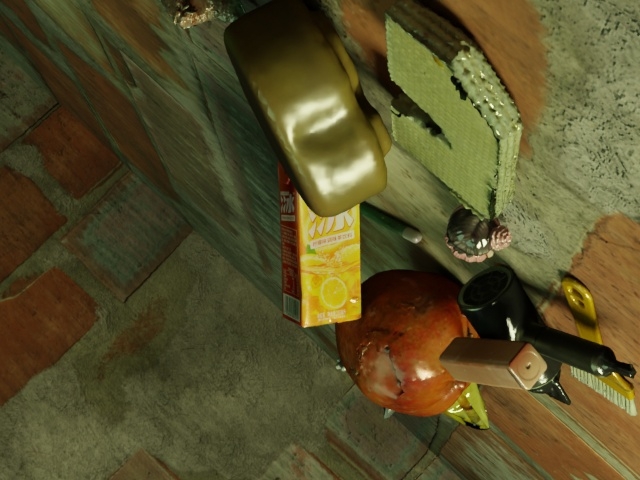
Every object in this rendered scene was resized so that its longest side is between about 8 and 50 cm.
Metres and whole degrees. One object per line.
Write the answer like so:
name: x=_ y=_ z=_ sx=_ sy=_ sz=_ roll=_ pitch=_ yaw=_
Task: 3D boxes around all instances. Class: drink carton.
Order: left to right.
drink carton: x=0.000 y=0.000 z=1.377 sx=0.071 sy=0.096 sz=0.223 roll=20 pitch=114 yaw=62

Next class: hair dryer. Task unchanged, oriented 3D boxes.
hair dryer: x=0.286 y=0.141 z=1.179 sx=0.196 sy=0.078 sz=0.248 roll=54 pitch=166 yaw=-23

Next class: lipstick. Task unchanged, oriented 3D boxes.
lipstick: x=0.203 y=0.144 z=1.199 sx=0.045 sy=0.045 sz=0.145 roll=48 pitch=159 yaw=-16

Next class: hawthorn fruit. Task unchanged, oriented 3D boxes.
hawthorn fruit: x=0.112 y=0.134 z=1.478 sx=0.211 sy=0.211 sz=0.299 roll=52 pitch=167 yaw=-33

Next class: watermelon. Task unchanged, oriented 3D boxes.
watermelon: x=-0.162 y=-0.320 z=1.191 sx=0.155 sy=0.080 sz=0.101 roll=56 pitch=169 yaw=39

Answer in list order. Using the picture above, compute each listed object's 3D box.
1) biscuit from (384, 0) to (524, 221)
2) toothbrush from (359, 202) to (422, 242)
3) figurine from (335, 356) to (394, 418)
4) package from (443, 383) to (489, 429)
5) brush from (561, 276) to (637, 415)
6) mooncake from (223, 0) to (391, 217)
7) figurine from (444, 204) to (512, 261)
biscuit: x=0.122 y=-0.117 z=0.944 sx=0.147 sy=0.046 sz=0.250 roll=43 pitch=169 yaw=21
toothbrush: x=0.065 y=-0.045 z=1.478 sx=0.257 sy=0.018 sz=0.024 roll=31 pitch=165 yaw=51
figurine: x=0.113 y=0.161 z=1.679 sx=0.140 sy=0.193 sz=0.265 roll=46 pitch=-179 yaw=-15
package: x=0.211 y=0.241 z=1.804 sx=0.168 sy=0.090 sz=0.226 roll=27 pitch=156 yaw=47
brush: x=0.318 y=0.120 z=1.186 sx=0.103 sy=0.013 sz=0.272 roll=35 pitch=165 yaw=39
mooncake: x=-0.014 y=-0.150 z=1.092 sx=0.235 sy=0.117 sz=0.235 roll=61 pitch=180 yaw=-1
figurine: x=0.176 y=-0.001 z=1.157 sx=0.072 sy=0.054 sz=0.129 roll=39 pitch=170 yaw=10
